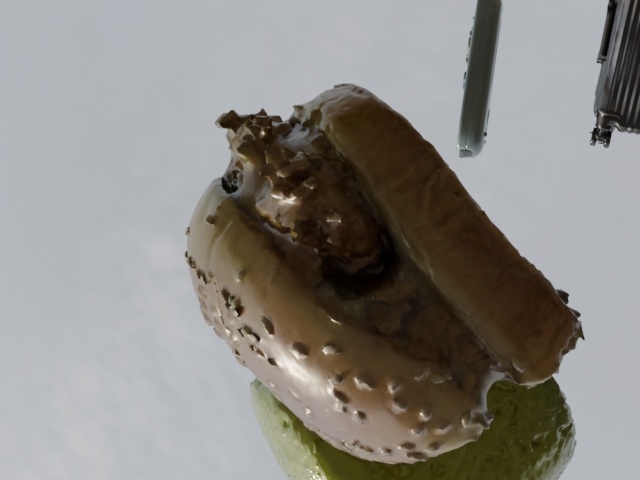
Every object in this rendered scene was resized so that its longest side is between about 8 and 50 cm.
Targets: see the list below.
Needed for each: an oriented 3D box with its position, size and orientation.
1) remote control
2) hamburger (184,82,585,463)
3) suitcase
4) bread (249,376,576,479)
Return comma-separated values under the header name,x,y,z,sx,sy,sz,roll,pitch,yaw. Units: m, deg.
name,x,y,z,sx,sy,sz,roll,pitch,yaw
remote control,0.228,-0.237,1.215,0.047,0.087,0.244,8,-96,7
hamburger,0.000,0.000,0.811,0.268,0.287,0.445,-40,-153,-3
suitcase,0.207,-0.113,0.491,0.086,0.126,0.059,12,-155,15
bread,0.109,0.229,1.024,0.308,0.348,0.348,-42,-107,-14
